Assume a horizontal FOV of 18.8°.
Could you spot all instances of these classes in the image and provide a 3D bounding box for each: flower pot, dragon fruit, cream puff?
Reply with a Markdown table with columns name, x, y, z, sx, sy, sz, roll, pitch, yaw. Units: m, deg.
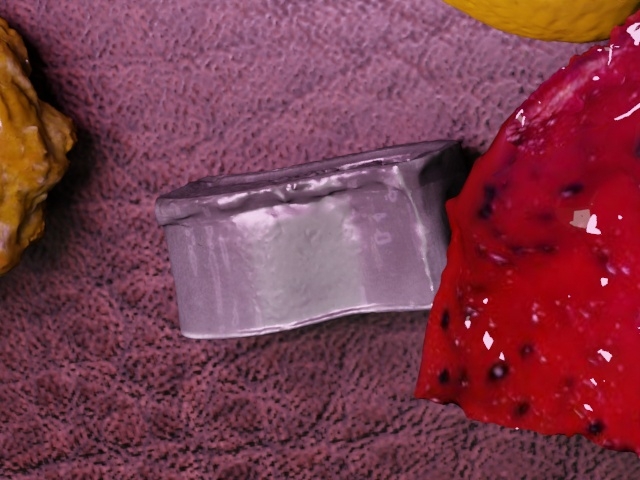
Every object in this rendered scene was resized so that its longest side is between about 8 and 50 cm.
| name | x | y | z | sx | sy | sz | roll | pitch | yaw |
| --- | --- | --- | --- | --- | --- | --- | --- | --- | --- |
| flower pot | 0.000 | 0.000 | 1.369 | 0.229 | 0.103 | 0.108 | -10 | 100 | 20 |
| dragon fruit | 0.244 | 0.002 | 1.201 | 0.302 | 0.240 | 0.330 | -4 | 125 | -19 |
| cream puff | -0.301 | -0.062 | 1.397 | 0.244 | 0.196 | 0.244 | 4 | 107 | 15 |

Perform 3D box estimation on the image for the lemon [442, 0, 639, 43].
| name | x | y | z | sx | sy | sz | roll | pitch | yaw |
| --- | --- | --- | --- | --- | --- | --- | --- | --- | --- |
| lemon | 0.144 | -0.226 | 1.211 | 0.260 | 0.204 | 0.204 | 31 | 111 | 10 |
